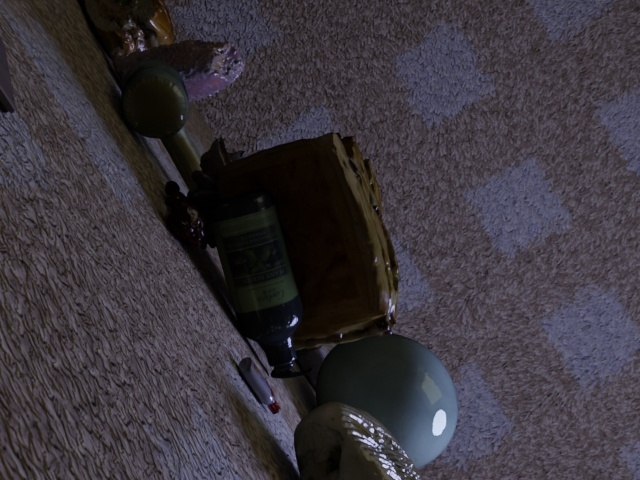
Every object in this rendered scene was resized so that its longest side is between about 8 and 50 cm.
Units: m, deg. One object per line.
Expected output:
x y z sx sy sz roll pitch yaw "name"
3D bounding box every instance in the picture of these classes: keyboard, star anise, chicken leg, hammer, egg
-0.320 -0.177 1.144 0.055 0.017 0.166 63 -1 -36 "keyboard"
-0.173 -0.073 1.906 0.182 0.065 0.195 -44 144 -65 "star anise"
-0.197 -0.038 1.746 0.090 0.048 0.219 61 1 -14 "chicken leg"
-0.234 -0.154 1.998 0.202 0.113 0.306 -109 173 -69 "hammer"
0.108 0.272 2.056 0.230 0.230 0.371 58 -7 -15 "egg"

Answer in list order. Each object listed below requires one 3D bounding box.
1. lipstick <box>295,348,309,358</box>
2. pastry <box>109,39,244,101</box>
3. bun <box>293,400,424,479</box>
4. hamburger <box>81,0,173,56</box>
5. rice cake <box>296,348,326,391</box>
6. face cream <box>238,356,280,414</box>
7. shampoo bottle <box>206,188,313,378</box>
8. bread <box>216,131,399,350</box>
-0.098 0.073 2.238 0.080 0.076 0.371 56 2 -41 "lipstick"
-0.269 -0.293 2.111 0.103 0.265 0.112 56 43 -46 "pastry"
0.037 0.292 1.450 0.193 0.128 0.178 42 12 -42 "bun"
-0.365 -0.429 2.302 0.157 0.144 0.283 59 -1 -41 "hamburger"
0.015 0.278 2.302 0.298 0.050 0.106 59 2 -17 "rice cake"
-0.078 0.192 1.548 0.083 0.021 0.040 59 2 -20 "face cream"
-0.086 0.070 1.759 0.101 0.101 0.284 -111 -174 -82 "shampoo bottle"
0.000 0.000 1.845 0.167 0.277 0.325 -26 100 -51 "bread"
